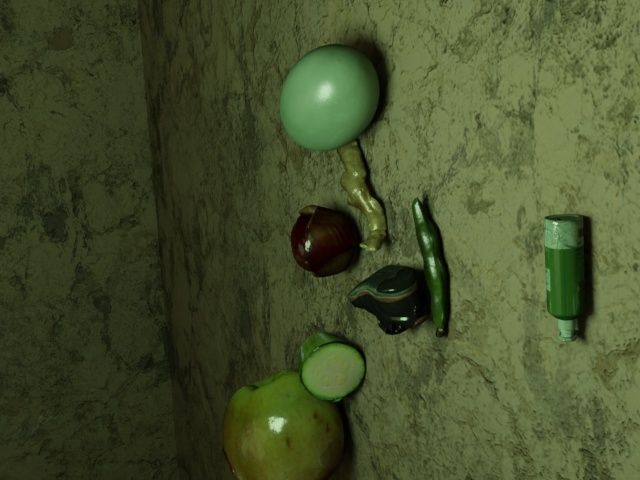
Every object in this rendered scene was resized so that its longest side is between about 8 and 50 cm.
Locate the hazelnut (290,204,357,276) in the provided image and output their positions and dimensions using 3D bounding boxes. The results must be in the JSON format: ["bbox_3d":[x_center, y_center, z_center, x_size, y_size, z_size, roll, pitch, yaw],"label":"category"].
[{"bbox_3d":[0.001,0.008,1.836,0.201,0.160,0.170,154,129,-66],"label":"hazelnut"}]

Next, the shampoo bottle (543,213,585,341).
[{"bbox_3d":[0.391,0.062,1.226,0.065,0.065,0.205,15,114,60],"label":"shampoo bottle"}]

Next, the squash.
[{"bbox_3d":[0.018,0.311,1.946,0.123,0.170,0.170,-135,40,-66],"label":"squash"}]

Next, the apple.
[{"bbox_3d":[-0.104,0.502,2.045,0.338,0.338,0.305,7,115,62],"label":"apple"}]

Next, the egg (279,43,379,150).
[{"bbox_3d":[0.017,-0.302,1.642,0.283,0.202,0.203,129,124,-63],"label":"egg"}]

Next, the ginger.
[{"bbox_3d":[0.087,-0.103,1.732,0.089,0.075,0.288,-28,69,39],"label":"ginger"}]

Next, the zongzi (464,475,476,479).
[{"bbox_3d":[0.234,0.640,1.544,0.134,0.288,0.286,29,150,-2],"label":"zongzi"}]

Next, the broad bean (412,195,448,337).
[{"bbox_3d":[0.228,0.055,1.553,0.060,0.043,0.298,180,78,-72],"label":"broad bean"}]

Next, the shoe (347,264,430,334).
[{"bbox_3d":[0.156,0.133,1.667,0.137,0.114,0.291,58,165,-6],"label":"shoe"}]
